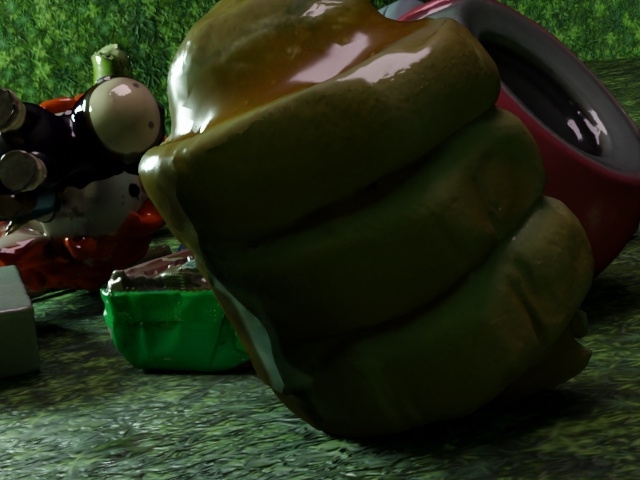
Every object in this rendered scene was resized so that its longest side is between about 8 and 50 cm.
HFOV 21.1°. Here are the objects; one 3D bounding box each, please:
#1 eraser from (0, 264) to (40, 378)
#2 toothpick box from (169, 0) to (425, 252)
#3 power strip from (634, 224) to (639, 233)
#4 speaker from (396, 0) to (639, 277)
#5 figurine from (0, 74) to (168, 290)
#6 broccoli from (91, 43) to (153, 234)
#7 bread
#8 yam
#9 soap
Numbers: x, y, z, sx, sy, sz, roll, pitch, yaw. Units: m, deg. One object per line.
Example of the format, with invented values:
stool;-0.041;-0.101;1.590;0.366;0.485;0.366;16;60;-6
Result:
eraser;-0.346;0.084;1.718;0.111;0.077;0.352;-8;8;-12
toothpick box;-0.007;-0.079;1.845;0.355;0.263;0.263;-21;4;22
power strip;0.209;-0.047;1.913;0.338;0.098;0.058;-1;11;42
speaker;0.156;-0.084;1.562;0.294;0.294;0.294;-9;9;1
figurine;-0.299;-0.075;1.895;0.306;0.241;0.412;-32;-10;-15
broccoli;-0.309;-0.135;2.430;0.177;0.274;0.199;-21;14;-41
bread;0.010;-0.019;1.217;0.301;0.341;0.210;5;38;46
yam;-0.282;0.039;2.086;0.234;0.029;0.027;-16;14;-36
soap;-0.045;0.041;1.604;0.218;0.098;0.273;-3;11;36
